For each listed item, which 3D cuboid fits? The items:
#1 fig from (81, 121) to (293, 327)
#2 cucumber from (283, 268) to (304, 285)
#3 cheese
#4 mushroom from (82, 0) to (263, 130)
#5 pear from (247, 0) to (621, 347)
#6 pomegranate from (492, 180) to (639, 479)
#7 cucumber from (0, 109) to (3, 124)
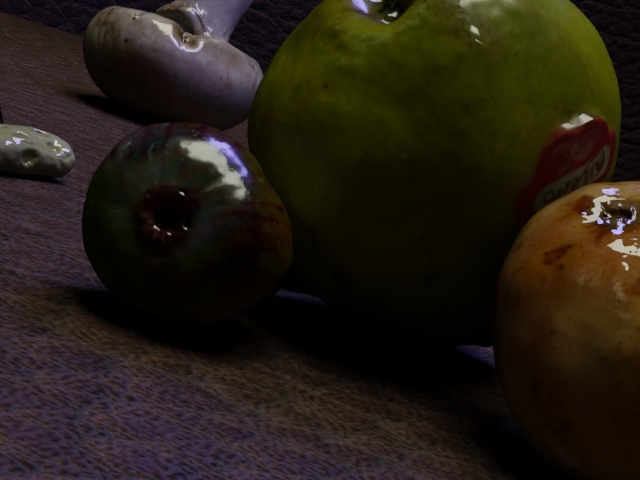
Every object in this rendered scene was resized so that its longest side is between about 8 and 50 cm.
[{"bbox_3d":[-0.073,-0.001,0.924,0.149,0.149,0.245,22,-3,16],"label":"fig"},{"bbox_3d":[-0.019,0.017,1.136,0.215,0.052,0.058,12,46,-26],"label":"cucumber"},{"bbox_3d":[-0.312,-0.089,1.181,0.065,0.043,0.194,24,10,36],"label":"cheese"},{"bbox_3d":[-0.214,-0.324,1.990,0.292,0.290,0.292,21,5,-2],"label":"mushroom"},{"bbox_3d":[0.092,-0.051,1.012,0.287,0.375,0.287,-7,45,7],"label":"pear"},{"bbox_3d":[0.206,0.063,0.836,0.207,0.207,0.207,18,9,-3],"label":"pomegranate"},{"bbox_3d":[-0.393,-0.153,1.347,0.116,0.062,0.115,17,6,-23],"label":"cucumber"}]
